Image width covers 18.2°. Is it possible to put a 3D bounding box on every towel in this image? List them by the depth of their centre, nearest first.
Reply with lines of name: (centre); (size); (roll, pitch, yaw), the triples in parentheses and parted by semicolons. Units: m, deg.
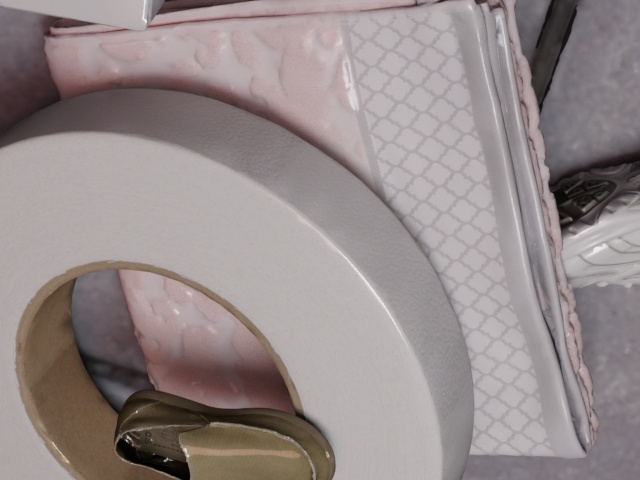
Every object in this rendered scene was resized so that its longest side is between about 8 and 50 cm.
towel: (0.000, 0.000, 1.276); (0.317, 0.053, 0.331); (-4, 114, 27)

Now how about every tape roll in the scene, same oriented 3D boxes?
tape roll: (-0.090, 0.090, 1.291); (0.392, 0.072, 0.392); (12, 123, 18)

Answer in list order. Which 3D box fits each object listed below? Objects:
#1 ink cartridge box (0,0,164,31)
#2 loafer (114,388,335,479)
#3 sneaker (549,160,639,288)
ink cartridge box: (-0.185, -0.239, 1.145); (0.233, 0.171, 0.168); (10, 114, 0)
loafer: (-0.063, 0.132, 1.226); (0.148, 0.050, 0.056); (7, 122, 23)
sneaker: (0.219, 0.002, 1.285); (0.232, 0.090, 0.115); (-26, 112, 16)
